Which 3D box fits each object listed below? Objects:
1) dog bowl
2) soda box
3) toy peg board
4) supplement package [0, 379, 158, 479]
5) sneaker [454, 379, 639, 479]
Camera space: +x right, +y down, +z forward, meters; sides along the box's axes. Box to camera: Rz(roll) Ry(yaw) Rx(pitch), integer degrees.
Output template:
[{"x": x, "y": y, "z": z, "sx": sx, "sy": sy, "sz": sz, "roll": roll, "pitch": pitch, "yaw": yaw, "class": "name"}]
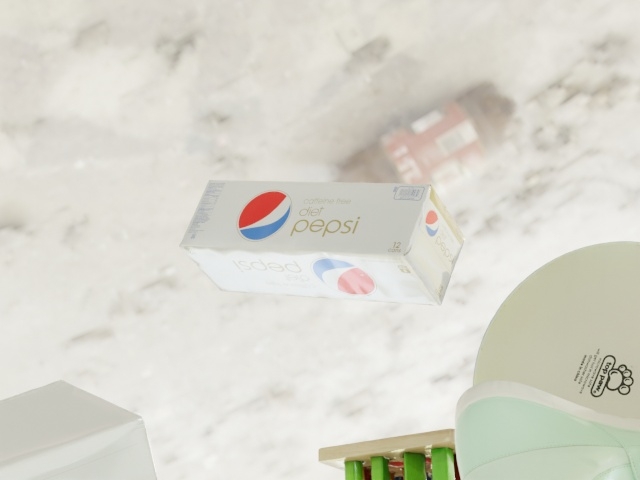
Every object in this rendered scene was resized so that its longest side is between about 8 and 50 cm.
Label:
[{"x": 0.277, "y": 0.138, "z": 1.462, "sx": 0.265, "sy": 0.265, "sz": 0.104, "roll": -34, "pitch": 146, "yaw": 10, "class": "dog bowl"}, {"x": 0.000, "y": 0.000, "z": 1.270, "sx": 0.216, "sy": 0.069, "sz": 0.074, "roll": 3, "pitch": 147, "yaw": 34, "class": "soda box"}, {"x": 0.106, "y": 0.262, "z": 1.697, "sx": 0.161, "sy": 0.079, "sz": 0.160, "roll": -12, "pitch": 157, "yaw": 29, "class": "toy peg board"}, {"x": -0.211, "y": 0.228, "z": 1.082, "sx": 0.194, "sy": 0.149, "sz": 0.203, "roll": -18, "pitch": 104, "yaw": -28, "class": "supplement package"}, {"x": 0.214, "y": 0.197, "z": 1.114, "sx": 0.256, "sy": 0.151, "sz": 0.094, "roll": 13, "pitch": 133, "yaw": -6, "class": "sneaker"}]
